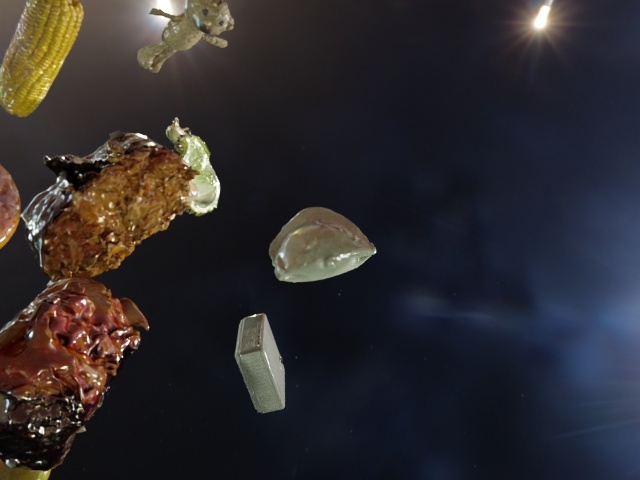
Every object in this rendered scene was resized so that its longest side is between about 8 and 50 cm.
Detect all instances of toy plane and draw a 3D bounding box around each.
[{"bbox_3d":[-0.559,-0.405,1.786,0.092,0.244,0.229,-14,-99,-12],"label":"toy plane"}]

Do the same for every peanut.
[{"bbox_3d":[-0.386,-0.163,1.230,0.082,0.187,0.082,-2,-127,3],"label":"peanut"}]

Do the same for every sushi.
[{"bbox_3d":[-0.444,-0.084,0.911,0.348,0.234,0.207,-47,-142,-14],"label":"sushi"},{"bbox_3d":[-0.375,0.174,0.661,0.182,0.196,0.343,-39,-162,0],"label":"sushi"}]

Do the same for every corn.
[{"bbox_3d":[-0.469,-0.306,0.735,0.080,0.231,0.080,35,-161,-14],"label":"corn"}]

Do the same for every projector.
[{"bbox_3d":[-0.189,0.388,1.413,0.099,0.257,0.192,-13,-153,3],"label":"projector"}]

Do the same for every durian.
[{"bbox_3d":[-0.489,-0.239,1.732,0.198,0.394,0.163,-20,-133,-17],"label":"durian"}]

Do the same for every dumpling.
[{"bbox_3d":[0.001,0.005,0.911,0.216,0.149,0.105,-8,-175,-1],"label":"dumpling"}]

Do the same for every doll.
[{"bbox_3d":[-0.344,-0.502,1.079,0.285,0.203,0.091,-6,-112,10],"label":"doll"}]

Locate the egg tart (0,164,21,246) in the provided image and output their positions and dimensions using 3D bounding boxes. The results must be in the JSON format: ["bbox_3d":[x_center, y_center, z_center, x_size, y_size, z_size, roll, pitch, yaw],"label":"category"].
[{"bbox_3d":[-0.481,-0.043,0.546,0.147,0.203,0.203,-17,-149,25],"label":"egg tart"}]

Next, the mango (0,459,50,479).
[{"bbox_3d":[-0.827,0.637,1.152,0.251,0.114,0.156,-34,-112,-16],"label":"mango"}]
